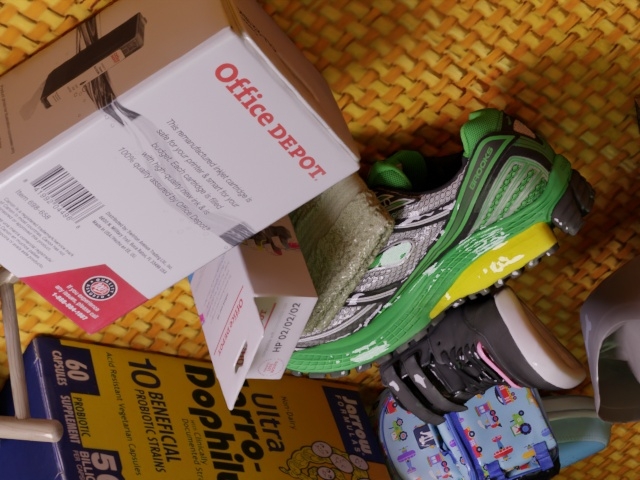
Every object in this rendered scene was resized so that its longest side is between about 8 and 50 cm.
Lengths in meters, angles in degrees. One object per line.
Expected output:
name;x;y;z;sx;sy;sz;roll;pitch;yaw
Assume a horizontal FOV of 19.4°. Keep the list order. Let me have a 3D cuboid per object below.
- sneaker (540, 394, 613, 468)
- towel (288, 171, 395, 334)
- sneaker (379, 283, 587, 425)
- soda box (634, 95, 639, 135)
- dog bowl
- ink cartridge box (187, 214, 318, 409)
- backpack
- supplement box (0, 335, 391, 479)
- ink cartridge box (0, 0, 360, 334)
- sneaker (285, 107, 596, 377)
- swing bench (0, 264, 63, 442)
sneaker;0.169;0.291;1.901;0.319;0.208;0.127;-19;155;2
towel;0.000;0.000;1.612;0.027;0.110;0.148;-4;141;-45
sneaker;0.135;0.113;1.649;0.147;0.296;0.104;-41;101;1
soda box;0.332;-0.061;1.711;0.058;0.061;0.181;-21;139;0
dog bowl;0.402;0.056;1.757;0.348;0.102;0.349;-18;160;-7
ink cartridge box;-0.057;0.044;1.580;0.061;0.181;0.104;3;134;-24
backpack;0.131;0.182;1.818;0.173;0.158;0.117;-20;165;3
supplement box;-0.129;0.244;1.757;0.356;0.194;0.195;11;130;-31
ink cartridge box;-0.136;-0.074;1.473;0.273;0.114;0.197;-31;137;13
sneaker;0.070;0.000;1.653;0.343;0.134;0.146;-36;100;27
swing bench;-0.377;0.088;1.459;0.254;0.165;0.253;-16;161;15
